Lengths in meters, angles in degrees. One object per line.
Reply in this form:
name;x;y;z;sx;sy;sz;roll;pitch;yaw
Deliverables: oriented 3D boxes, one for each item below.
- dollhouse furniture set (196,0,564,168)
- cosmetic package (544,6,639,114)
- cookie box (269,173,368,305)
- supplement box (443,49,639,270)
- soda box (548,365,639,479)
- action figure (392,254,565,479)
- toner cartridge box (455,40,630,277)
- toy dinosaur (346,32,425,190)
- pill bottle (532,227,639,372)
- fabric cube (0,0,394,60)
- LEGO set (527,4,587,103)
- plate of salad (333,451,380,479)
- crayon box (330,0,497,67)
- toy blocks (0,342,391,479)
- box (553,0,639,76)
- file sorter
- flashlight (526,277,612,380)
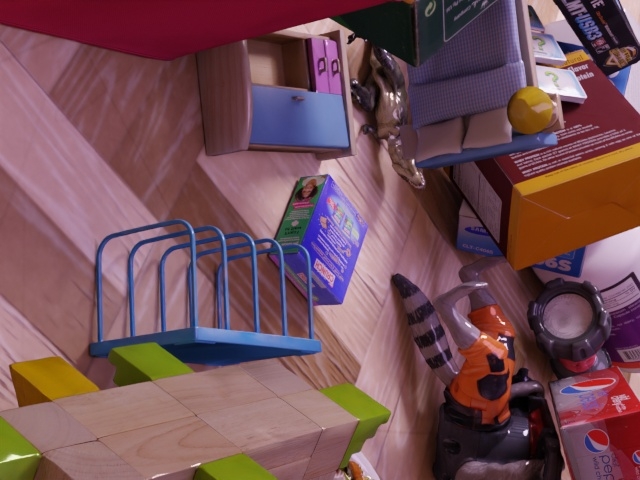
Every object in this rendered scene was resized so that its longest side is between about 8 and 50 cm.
dollhouse furniture set;0.058;-0.213;1.149;0.198;0.303;0.286;-4;87;-56
cosmetic package;0.445;-0.200;1.843;0.225;0.138;0.224;30;60;-51
cookie box;0.000;0.000;1.255;0.092;0.040;0.107;51;45;-37
supplement box;0.274;-0.100;1.436;0.129;0.191;0.194;86;-19;-48
soda box;0.313;0.210;1.340;0.263;0.092;0.083;-28;104;-81
action figure;0.190;0.189;1.446;0.341;0.179;0.330;-64;149;-81
toner cartridge box;0.301;-0.122;1.591;0.075;0.165;0.347;86;20;-52
toy dinosaur;0.067;-0.188;1.377;0.118;0.064;0.268;16;67;-56
pill bottle;0.414;0.041;1.718;0.323;0.182;0.181;49;47;-39
fabric cube;-0.115;-0.307;0.957;0.254;0.258;0.259;3;81;-54
LEGO set;0.185;-0.249;1.388;0.244;0.060;0.182;4;47;-25
plate of salad;0.003;0.258;1.158;0.200;0.048;0.199;25;46;-30
crayon box;0.037;-0.311;1.128;0.203;0.323;0.083;-41;148;-22
toy blocks;-0.133;0.238;0.882;0.381;0.191;0.260;-4;120;-54
box;0.305;-0.392;1.542;0.293;0.073;0.295;29;40;-58
file sorter;-0.099;0.049;1.042;0.170;0.118;0.104;12;70;-54
flashlight;0.344;0.142;1.598;0.304;0.103;0.103;51;45;-62
